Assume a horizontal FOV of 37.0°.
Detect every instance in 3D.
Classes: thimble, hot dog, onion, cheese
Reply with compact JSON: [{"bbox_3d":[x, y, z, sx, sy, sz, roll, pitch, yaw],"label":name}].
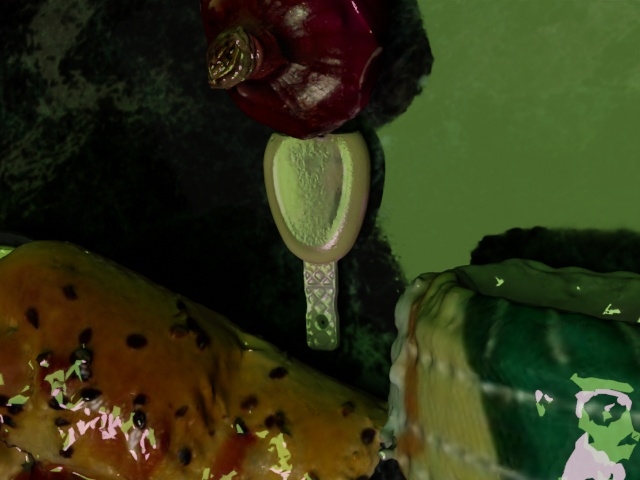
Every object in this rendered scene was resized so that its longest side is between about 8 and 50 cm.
[{"bbox_3d":[0.185,0.111,0.648,0.288,0.254,0.167,7,98,22],"label":"thimble"},{"bbox_3d":[-0.178,0.198,0.757,0.365,0.196,0.367,31,83,2],"label":"hot dog"},{"bbox_3d":[-0.019,-0.160,0.725,0.135,0.198,0.173,-20,107,16],"label":"onion"},{"bbox_3d":[0.000,0.000,0.820,0.097,0.037,0.192,0,97,22],"label":"cheese"}]

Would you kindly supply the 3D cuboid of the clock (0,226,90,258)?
[{"bbox_3d":[-0.289,0.175,0.914,0.276,0.120,0.379,-20,85,15],"label":"clock"}]
